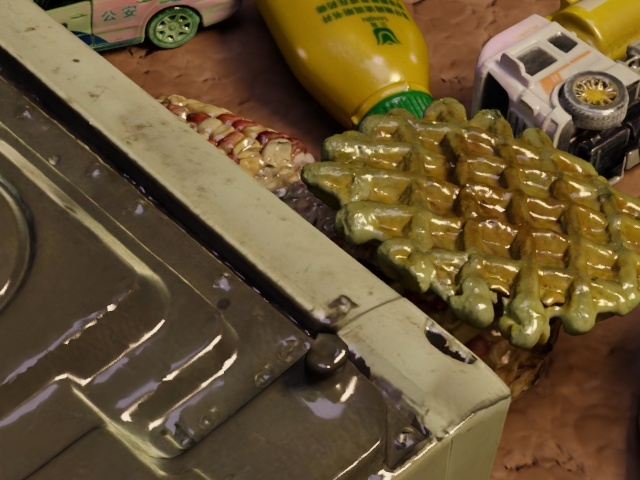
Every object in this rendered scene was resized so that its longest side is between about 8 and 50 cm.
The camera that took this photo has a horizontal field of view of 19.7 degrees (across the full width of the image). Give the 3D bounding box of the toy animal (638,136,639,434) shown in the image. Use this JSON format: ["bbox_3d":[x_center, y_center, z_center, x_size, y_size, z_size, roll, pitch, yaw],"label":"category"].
[{"bbox_3d":[0.327,0.016,1.001,0.284,0.225,0.302,11,36,-17],"label":"toy animal"}]

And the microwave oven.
[{"bbox_3d":[-0.161,0.086,0.848,0.333,0.247,0.394,-36,60,-28],"label":"microwave oven"}]

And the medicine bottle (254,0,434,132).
[{"bbox_3d":[0.035,-0.093,1.117,0.095,0.064,0.260,-4,49,-30],"label":"medicine bottle"}]

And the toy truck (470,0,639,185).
[{"bbox_3d":[0.188,-0.107,1.115,0.227,0.098,0.114,-32,54,-27],"label":"toy truck"}]

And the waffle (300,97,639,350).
[{"bbox_3d":[0.088,-0.014,0.957,0.183,0.036,0.169,34,39,26],"label":"waffle"}]

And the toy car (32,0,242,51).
[{"bbox_3d":[-0.164,-0.165,1.166,0.224,0.076,0.090,-13,53,-12],"label":"toy car"}]

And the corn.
[{"bbox_3d":[0.000,0.000,1.021,0.289,0.098,0.098,32,56,22],"label":"corn"}]
